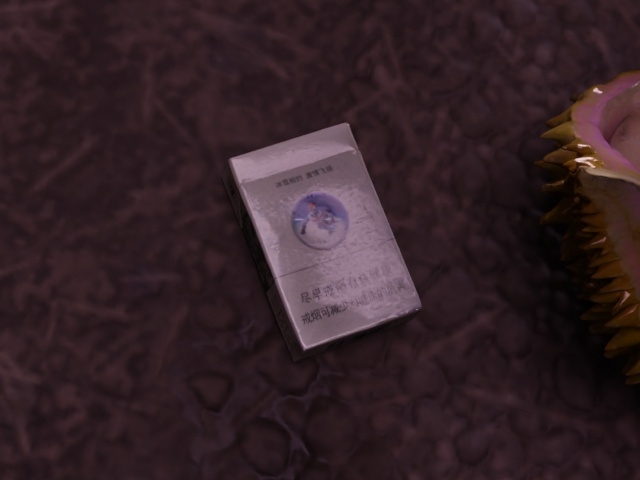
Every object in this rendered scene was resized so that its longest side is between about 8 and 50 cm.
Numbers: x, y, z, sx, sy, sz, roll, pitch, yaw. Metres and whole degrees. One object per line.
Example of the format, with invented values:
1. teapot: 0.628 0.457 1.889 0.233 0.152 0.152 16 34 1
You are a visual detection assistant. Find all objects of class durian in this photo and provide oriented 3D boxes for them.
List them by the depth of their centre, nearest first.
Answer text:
1. durian: 0.173 -0.009 0.570 0.182 0.132 0.165 -41 92 -23

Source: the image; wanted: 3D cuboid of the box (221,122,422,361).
1. box: 0.000 0.000 0.589 0.054 0.024 0.083 -19 78 -14
